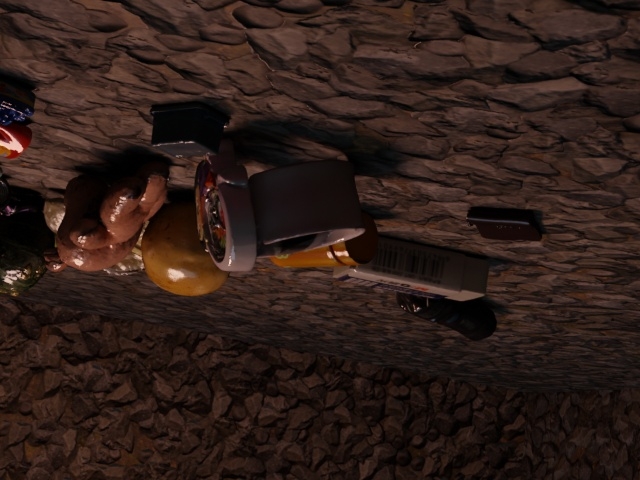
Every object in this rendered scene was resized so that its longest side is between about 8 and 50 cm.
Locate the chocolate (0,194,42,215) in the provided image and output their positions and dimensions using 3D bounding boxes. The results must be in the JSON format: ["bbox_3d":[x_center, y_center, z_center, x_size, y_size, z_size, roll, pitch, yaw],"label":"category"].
[{"bbox_3d":[-0.614,-0.075,2.026,0.147,0.072,0.070,-6,122,22],"label":"chocolate"}]

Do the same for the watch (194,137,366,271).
[{"bbox_3d":[-0.063,-0.059,1.562,0.231,0.196,0.244,-10,174,-19],"label":"watch"}]

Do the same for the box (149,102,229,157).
[{"bbox_3d":[-0.180,-0.146,1.424,0.099,0.054,0.074,-1,166,33],"label":"box"}]

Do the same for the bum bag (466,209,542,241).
[{"bbox_3d":[0.306,-0.020,1.743,0.109,0.026,0.159,3,166,20],"label":"bum bag"}]

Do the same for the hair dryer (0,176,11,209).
[{"bbox_3d":[-0.676,-0.113,1.893,0.124,0.071,0.219,-6,153,43],"label":"hair dryer"}]

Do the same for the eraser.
[{"bbox_3d":[0.174,0.056,2.033,0.279,0.081,0.124,11,167,-14],"label":"eraser"}]

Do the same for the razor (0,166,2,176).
[{"bbox_3d":[-0.573,-0.136,1.739,0.106,0.068,0.232,9,174,0],"label":"razor"}]

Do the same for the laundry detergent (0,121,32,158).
[{"bbox_3d":[-0.514,-0.170,1.547,0.165,0.049,0.097,19,156,-37],"label":"laundry detergent"}]

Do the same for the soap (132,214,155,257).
[{"bbox_3d":[-0.323,-0.007,1.997,0.092,0.037,0.252,-37,133,26],"label":"soap"}]

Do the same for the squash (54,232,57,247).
[{"bbox_3d":[-0.659,-0.012,2.287,0.250,0.083,0.083,10,168,6],"label":"squash"}]

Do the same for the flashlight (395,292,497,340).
[{"bbox_3d":[0.294,0.158,2.378,0.103,0.103,0.424,1,165,30],"label":"flashlight"}]

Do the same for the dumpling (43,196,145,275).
[{"bbox_3d":[-0.379,-0.015,2.067,0.332,0.086,0.166,12,134,-15],"label":"dumpling"}]

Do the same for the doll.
[{"bbox_3d":[-0.356,-0.067,1.762,0.201,0.156,0.303,-30,170,-38],"label":"doll"}]

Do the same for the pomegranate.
[{"bbox_3d":[-0.224,0.016,1.901,0.196,0.196,0.196,8,167,2],"label":"pomegranate"}]

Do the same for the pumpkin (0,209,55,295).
[{"bbox_3d":[-0.610,0.015,2.097,0.146,0.190,0.190,37,156,-24],"label":"pumpkin"}]

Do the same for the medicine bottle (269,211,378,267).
[{"bbox_3d":[0.000,0.000,1.863,0.192,0.096,0.096,-2,164,41],"label":"medicine bottle"}]

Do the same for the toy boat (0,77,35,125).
[{"bbox_3d":[-0.467,-0.170,1.378,0.175,0.110,0.091,19,163,-33],"label":"toy boat"}]
